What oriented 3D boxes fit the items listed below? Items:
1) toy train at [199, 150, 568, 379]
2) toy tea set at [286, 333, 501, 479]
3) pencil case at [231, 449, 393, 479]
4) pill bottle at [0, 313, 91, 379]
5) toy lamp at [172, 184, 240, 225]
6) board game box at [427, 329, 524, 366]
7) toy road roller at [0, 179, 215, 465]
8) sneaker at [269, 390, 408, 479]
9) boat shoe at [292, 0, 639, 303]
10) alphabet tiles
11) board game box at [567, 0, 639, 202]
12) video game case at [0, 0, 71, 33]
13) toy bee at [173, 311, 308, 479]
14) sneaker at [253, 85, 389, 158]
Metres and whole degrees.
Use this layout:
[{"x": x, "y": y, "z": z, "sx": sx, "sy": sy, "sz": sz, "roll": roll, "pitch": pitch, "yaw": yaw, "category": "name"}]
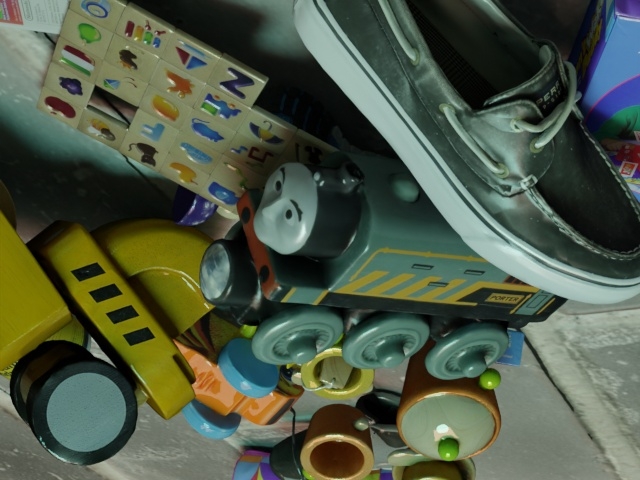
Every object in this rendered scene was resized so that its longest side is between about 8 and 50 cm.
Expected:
[{"x": 0.070, "y": 0.012, "z": 1.128, "sx": 0.334, "sy": 0.142, "sz": 0.190, "roll": 8, "pitch": 138, "yaw": -34, "category": "toy train"}, {"x": 0.065, "y": 0.224, "z": 1.333, "sx": 0.200, "sy": 0.124, "sz": 0.336, "roll": 2, "pitch": 129, "yaw": 2, "category": "toy tea set"}, {"x": -0.003, "y": 0.333, "z": 1.848, "sx": 0.236, "sy": 0.104, "sz": 0.104, "roll": 1, "pitch": 150, "yaw": 7, "category": "pencil case"}, {"x": -0.342, "y": 0.088, "z": 1.493, "sx": 0.103, "sy": 0.103, "sz": 0.184, "roll": -13, "pitch": 144, "yaw": 31, "category": "pill bottle"}, {"x": 0.000, "y": 0.000, "z": 1.284, "sx": 0.274, "sy": 0.080, "sz": 0.080, "roll": 19, "pitch": 148, "yaw": -21, "category": "toy lamp"}, {"x": 0.084, "y": 0.089, "z": 1.394, "sx": 0.211, "sy": 0.039, "sz": 0.160, "roll": 9, "pitch": 178, "yaw": -4, "category": "board game box"}, {"x": -0.231, "y": 0.030, "z": 1.289, "sx": 0.329, "sy": 0.240, "sz": 0.202, "roll": 54, "pitch": 166, "yaw": -12, "category": "toy road roller"}, {"x": 0.036, "y": 0.231, "z": 1.687, "sx": 0.228, "sy": 0.086, "sz": 0.132, "roll": -10, "pitch": 142, "yaw": 9, "category": "sneaker"}, {"x": 0.122, "y": -0.087, "z": 0.961, "sx": 0.335, "sy": 0.121, "sz": 0.119, "roll": 41, "pitch": 146, "yaw": -5, "category": "boat shoe"}, {"x": -0.106, "y": -0.100, "z": 1.111, "sx": 0.237, "sy": 0.009, "sz": 0.198, "roll": 28, "pitch": 149, "yaw": -7, "category": "alphabet tiles"}, {"x": 0.360, "y": -0.100, "z": 1.025, "sx": 0.347, "sy": 0.078, "sz": 0.233, "roll": 8, "pitch": 151, "yaw": -1, "category": "board game box"}, {"x": -0.240, "y": -0.224, "z": 1.010, "sx": 0.183, "sy": 0.023, "sz": 0.201, "roll": 7, "pitch": 151, "yaw": 1, "category": "video game case"}, {"x": -0.089, "y": 0.153, "z": 1.519, "sx": 0.195, "sy": 0.162, "sz": 0.298, "roll": -26, "pitch": 107, "yaw": 22, "category": "toy bee"}, {"x": -0.010, "y": -0.063, "z": 1.191, "sx": 0.083, "sy": 0.071, "sz": 0.190, "roll": -10, "pitch": 146, "yaw": 39, "category": "sneaker"}]
